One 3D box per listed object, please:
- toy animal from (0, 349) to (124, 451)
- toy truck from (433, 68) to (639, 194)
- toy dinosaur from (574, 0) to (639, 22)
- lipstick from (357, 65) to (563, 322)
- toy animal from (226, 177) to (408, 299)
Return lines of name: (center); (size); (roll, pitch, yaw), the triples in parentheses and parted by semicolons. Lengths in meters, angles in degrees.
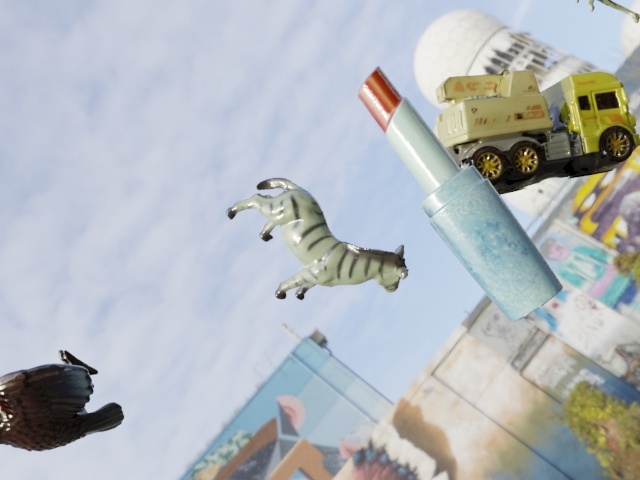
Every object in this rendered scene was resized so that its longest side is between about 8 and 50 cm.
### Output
toy animal: (-0.338, 0.212, 0.803); (0.179, 0.116, 0.218); (-29, -11, -38)
toy truck: (0.427, -0.230, 1.398); (0.405, 0.254, 0.180); (-9, 1, -9)
toy dinosaur: (0.352, -0.349, 0.912); (0.058, 0.180, 0.037); (-38, 2, -24)
lipstick: (0.121, -0.051, 0.647); (0.068, 0.274, 0.061); (-35, -10, 1)
toy animal: (-0.002, 0.002, 0.880); (0.176, 0.217, 0.073); (-34, 1, 29)
